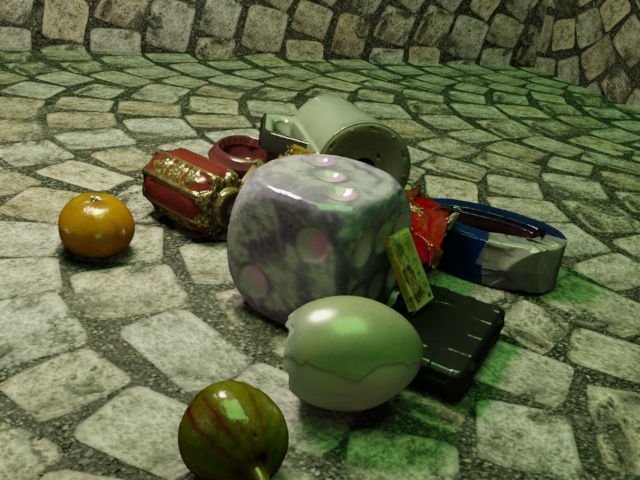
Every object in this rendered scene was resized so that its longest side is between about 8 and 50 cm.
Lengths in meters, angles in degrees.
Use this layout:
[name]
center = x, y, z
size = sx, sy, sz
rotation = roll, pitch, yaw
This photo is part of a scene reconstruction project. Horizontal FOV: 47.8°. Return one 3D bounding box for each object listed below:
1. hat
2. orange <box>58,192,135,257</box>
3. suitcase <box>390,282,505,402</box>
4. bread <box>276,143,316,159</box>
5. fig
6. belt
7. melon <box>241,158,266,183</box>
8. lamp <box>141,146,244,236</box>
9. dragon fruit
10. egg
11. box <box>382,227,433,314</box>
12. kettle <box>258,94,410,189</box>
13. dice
[hat]
center = -0.212, -0.220, 1.998
size = 0.205, 0.089, 0.205
rotation = 7, 30, -4
[orange]
center = -0.466, -0.034, 1.504
size = 0.156, 0.124, 0.156
rotation = 4, 23, -2
[suitcase]
center = 0.207, 0.172, 1.322
size = 0.206, 0.066, 0.285
rotation = 19, 28, 23
[bread]
center = -0.055, -0.109, 1.652
size = 0.147, 0.260, 0.160
rotation = 23, 62, -13
[fig]
center = -0.109, 0.270, 0.946
size = 0.142, 0.148, 0.186
rotation = 43, -9, -28
[belt]
center = 0.378, 0.004, 1.657
size = 0.347, 0.117, 0.212
rotation = 19, 27, 24
[melon]
center = -0.149, -0.141, 1.835
size = 0.093, 0.139, 0.202
rotation = -25, 37, -13
[lamp]
center = -0.292, -0.115, 1.678
size = 0.274, 0.177, 0.177
rotation = 28, 32, 33
[dragon fruit]
center = 0.129, -0.054, 1.604
size = 0.343, 0.100, 0.282
rotation = 1, 33, 26
[egg]
center = 0.054, 0.177, 1.135
size = 0.217, 0.183, 0.183
rotation = 0, 25, 4
[box]
center = 0.162, 0.056, 1.321
size = 0.020, 0.149, 0.073
rotation = -16, 8, 38
[kettle]
center = 0.010, -0.249, 1.941
size = 0.361, 0.250, 0.377
rotation = 2, 23, -17
[dice]
center = 0.000, 0.000, 1.385
size = 0.271, 0.270, 0.270
rotation = 20, 29, 27
